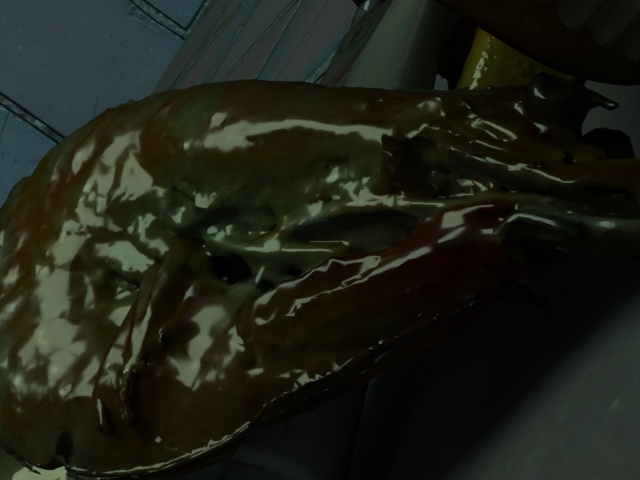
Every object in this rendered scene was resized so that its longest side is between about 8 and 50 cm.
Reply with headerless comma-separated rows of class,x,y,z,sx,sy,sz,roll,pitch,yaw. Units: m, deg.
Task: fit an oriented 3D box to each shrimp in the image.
shrimp,-0.011,0.006,0.524,0.294,0.062,0.154,-10,55,38

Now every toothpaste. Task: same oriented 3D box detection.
toothpaste,0.000,0.000,0.619,0.100,0.066,0.323,-44,23,50

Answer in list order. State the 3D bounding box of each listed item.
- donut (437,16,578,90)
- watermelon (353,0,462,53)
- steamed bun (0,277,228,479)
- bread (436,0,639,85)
donut,0.066,-0.057,0.671,0.108,0.043,0.097,-64,14,-22
watermelon,0.072,-0.260,0.780,0.302,0.264,0.151,-43,27,8
steamed bun,-0.129,0.116,0.807,0.212,0.110,0.231,-40,16,53
bread,0.076,-0.174,0.556,0.156,0.204,0.288,-44,19,26
